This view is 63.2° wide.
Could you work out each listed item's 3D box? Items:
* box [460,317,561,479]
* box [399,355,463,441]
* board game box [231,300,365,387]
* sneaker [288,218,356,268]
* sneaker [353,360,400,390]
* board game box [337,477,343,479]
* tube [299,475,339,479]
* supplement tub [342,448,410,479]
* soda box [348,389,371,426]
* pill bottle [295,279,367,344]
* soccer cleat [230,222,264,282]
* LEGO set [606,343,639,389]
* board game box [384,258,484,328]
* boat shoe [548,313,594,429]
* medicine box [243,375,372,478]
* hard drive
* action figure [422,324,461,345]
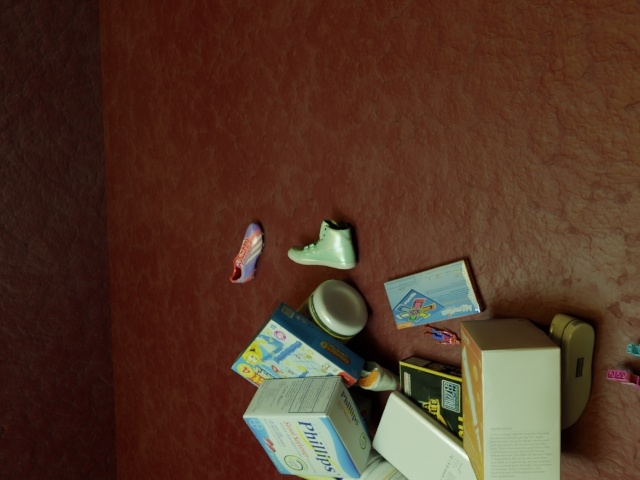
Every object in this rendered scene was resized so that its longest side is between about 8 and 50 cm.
[{"bbox_3d":[0.431,0.377,1.201,0.168,0.215,0.346,-3,98,3],"label":"box"},{"bbox_3d":[0.347,0.507,1.445,0.257,0.079,0.322,5,102,42],"label":"box"},{"bbox_3d":[-0.075,0.378,1.588,0.308,0.086,0.302,36,129,-3],"label":"board game box"},{"bbox_3d":[0.001,0.000,1.670,0.255,0.094,0.151,5,108,34],"label":"sneaker"},{"bbox_3d":[0.145,0.425,1.619,0.262,0.121,0.099,-5,62,66],"label":"sneaker"},{"bbox_3d":[0.060,0.707,1.792,0.160,0.047,0.211,15,108,42],"label":"board game box"},{"bbox_3d":[-0.004,0.845,1.870,0.240,0.070,0.062,-3,91,45],"label":"tube"},{"bbox_3d":[0.229,0.795,1.504,0.331,0.241,0.241,33,120,36],"label":"supplement tub"},{"bbox_3d":[0.033,0.543,1.750,0.286,0.098,0.091,12,106,44],"label":"soda box"},{"bbox_3d":[-0.010,0.288,1.676,0.188,0.187,0.334,58,132,20],"label":"pill bottle"},{"bbox_3d":[-0.279,0.051,1.960,0.083,0.095,0.248,34,121,35],"label":"soccer cleat"},{"bbox_3d":[0.702,0.254,1.031,0.227,0.093,0.087,148,143,-70],"label":"LEGO set"},{"bbox_3d":[0.307,0.154,1.446,0.281,0.027,0.145,-22,81,45],"label":"board game box"},{"bbox_3d":[0.552,0.298,1.192,0.088,0.096,0.268,-140,45,-67],"label":"boat shoe"},{"bbox_3d":[-0.032,0.551,1.538,0.289,0.149,0.264,-11,118,30],"label":"medicine box"},{"bbox_3d":[0.296,0.591,1.429,0.318,0.040,0.210,33,120,35],"label":"hard drive"},{"bbox_3d":[0.336,0.266,1.441,0.115,0.030,0.038,12,102,41],"label":"action figure"}]
